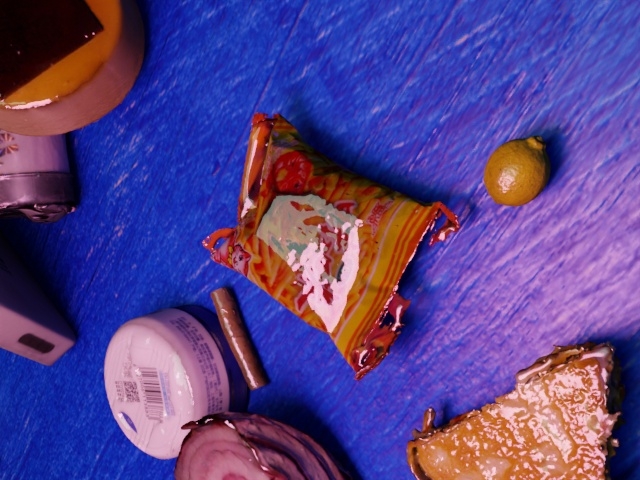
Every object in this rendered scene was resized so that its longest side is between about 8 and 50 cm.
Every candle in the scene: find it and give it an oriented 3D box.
[{"bbox_3d":[-0.489,-0.186,1.263,0.187,0.187,0.330,-6,92,39],"label":"candle"}]

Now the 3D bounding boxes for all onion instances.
[{"bbox_3d":[-0.061,0.354,1.059,0.314,0.146,0.280,53,140,8],"label":"onion"}]

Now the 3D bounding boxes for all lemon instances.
[{"bbox_3d":[0.197,-0.069,0.814,0.062,0.062,0.083,43,124,25],"label":"lemon"}]

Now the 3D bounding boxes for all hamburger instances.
[{"bbox_3d":[-0.387,-0.289,1.116,0.176,0.300,0.300,152,103,-82],"label":"hamburger"}]

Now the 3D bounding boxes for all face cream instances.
[{"bbox_3d":[-0.211,0.200,1.159,0.206,0.111,0.206,11,106,39],"label":"face cream"}]

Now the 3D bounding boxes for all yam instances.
[{"bbox_3d":[-0.112,0.134,1.117,0.032,0.032,0.145,-30,80,38],"label":"yam"}]

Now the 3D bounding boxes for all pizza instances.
[{"bbox_3d":[0.202,0.219,0.855,0.251,0.074,0.288,10,103,37],"label":"pizza"}]

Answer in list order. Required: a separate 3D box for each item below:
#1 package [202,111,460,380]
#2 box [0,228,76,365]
[{"bbox_3d":[0.003,-0.005,0.957,0.288,0.108,0.223,34,113,21],"label":"package"},{"bbox_3d":[-0.571,0.017,1.275,0.090,0.367,0.373,-41,67,-6],"label":"box"}]
